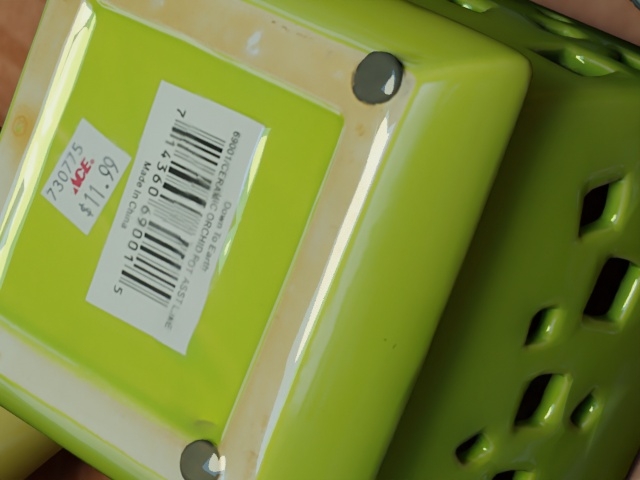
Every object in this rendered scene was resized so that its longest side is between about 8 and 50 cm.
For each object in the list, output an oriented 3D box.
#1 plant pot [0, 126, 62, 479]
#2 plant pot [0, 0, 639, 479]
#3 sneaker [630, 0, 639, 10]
[{"bbox_3d":[-0.233,0.060,0.827,0.239,0.254,0.254,-27,71,12],"label":"plant pot"},{"bbox_3d":[0.000,0.000,0.684,0.227,0.207,0.228,28,100,32],"label":"plant pot"},{"bbox_3d":[0.136,-0.164,0.667,0.122,0.110,0.283,-41,67,18],"label":"sneaker"}]
